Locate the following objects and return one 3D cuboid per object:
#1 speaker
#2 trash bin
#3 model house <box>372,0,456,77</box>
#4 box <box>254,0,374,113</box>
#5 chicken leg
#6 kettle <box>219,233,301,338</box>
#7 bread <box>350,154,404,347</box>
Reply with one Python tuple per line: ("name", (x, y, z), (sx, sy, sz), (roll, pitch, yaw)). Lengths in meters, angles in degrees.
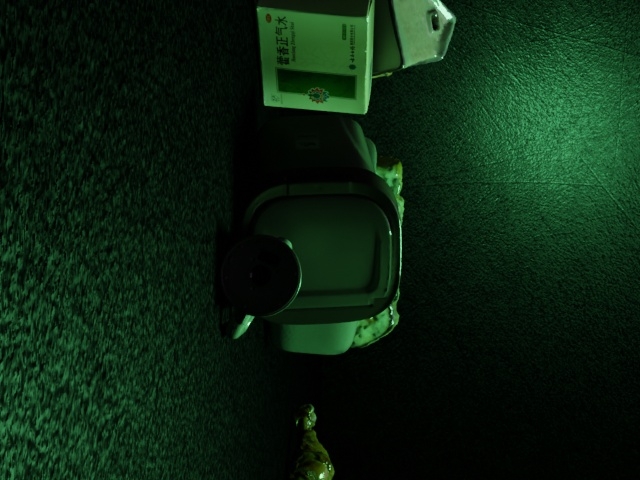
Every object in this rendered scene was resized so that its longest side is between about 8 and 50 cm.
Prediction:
("speaker", (0.000, 0.000, 2.051), (0.184, 0.183, 0.406), (97, -1, -46))
("trash bin", (-0.007, -0.043, 1.634), (0.250, 0.220, 0.219), (-96, -173, -56))
("model house", (0.082, -0.372, 1.925), (0.237, 0.237, 0.202), (-25, 101, -53))
("box", (-0.007, -0.296, 1.716), (0.212, 0.168, 0.095), (88, 11, -55))
("chicken leg", (-0.027, 0.469, 2.590), (0.251, 0.107, 0.087), (-97, 168, -52))
("kettle", (-0.072, 0.057, 1.442), (0.148, 0.098, 0.126), (101, -14, -87))
("bread", (0.055, 0.009, 2.396), (0.264, 0.239, 0.395), (-62, 152, -80))
